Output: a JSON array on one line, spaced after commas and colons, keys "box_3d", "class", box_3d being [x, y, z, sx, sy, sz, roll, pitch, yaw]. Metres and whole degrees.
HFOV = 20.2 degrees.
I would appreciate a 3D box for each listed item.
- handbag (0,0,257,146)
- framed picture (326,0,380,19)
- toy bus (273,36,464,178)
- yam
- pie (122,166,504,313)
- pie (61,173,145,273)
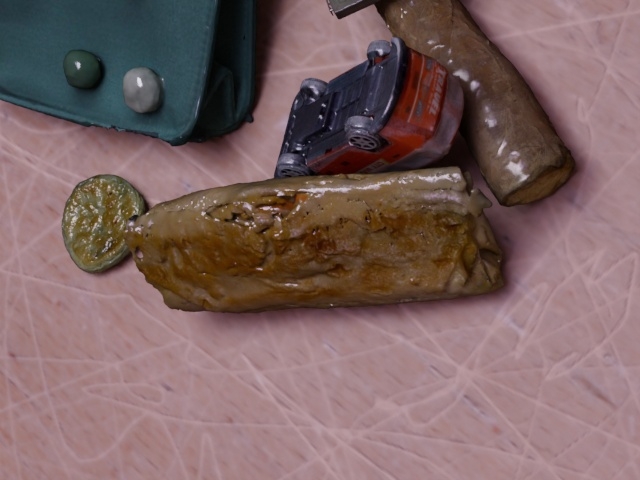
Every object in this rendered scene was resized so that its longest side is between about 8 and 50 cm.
[{"box_3d": [-0.177, -0.221, 1.395, 0.268, 0.100, 0.274, 17, 110, 30], "class": "handbag"}, {"box_3d": [0.096, -0.289, 1.304, 0.260, 0.023, 0.189, -24, 65, 6], "class": "framed picture"}, {"box_3d": [0.035, -0.081, 1.267, 0.174, 0.077, 0.079, -21, 49, 59], "class": "toy bus"}, {"box_3d": [0.087, -0.151, 1.300, 0.066, 0.066, 0.300, -38, 64, 17], "class": "yam"}, {"box_3d": [0.000, 0.000, 1.286, 0.282, 0.129, 0.068, -4, 43, 27], "class": "pie"}, {"box_3d": [-0.174, -0.015, 1.442, 0.084, 0.021, 0.084, -7, 76, 32], "class": "pie"}]
